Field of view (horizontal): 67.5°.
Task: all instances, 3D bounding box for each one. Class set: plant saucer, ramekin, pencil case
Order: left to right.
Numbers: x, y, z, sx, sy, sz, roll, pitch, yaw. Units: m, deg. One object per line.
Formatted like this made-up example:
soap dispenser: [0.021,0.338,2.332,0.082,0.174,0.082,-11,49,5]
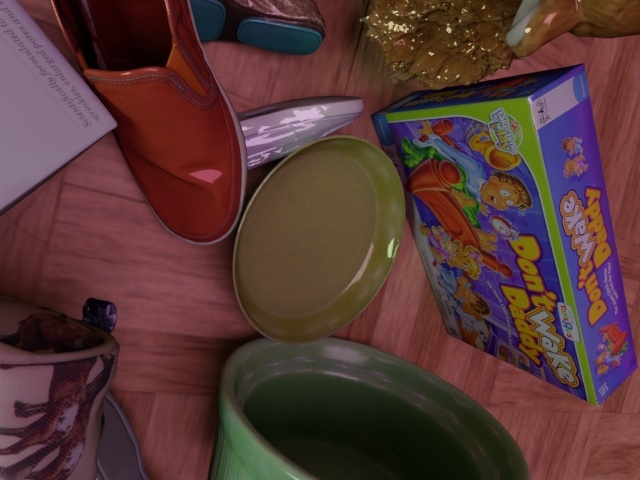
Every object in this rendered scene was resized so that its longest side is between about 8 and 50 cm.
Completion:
pencil case: [-0.244,0.240,0.324,0.159,0.183,0.411,8,91,-21]
plant saucer: [0.000,0.000,0.538,0.240,0.037,0.241,-19,121,-34]
ramekin: [0.031,0.228,0.482,0.303,0.303,0.148,11,101,-29]

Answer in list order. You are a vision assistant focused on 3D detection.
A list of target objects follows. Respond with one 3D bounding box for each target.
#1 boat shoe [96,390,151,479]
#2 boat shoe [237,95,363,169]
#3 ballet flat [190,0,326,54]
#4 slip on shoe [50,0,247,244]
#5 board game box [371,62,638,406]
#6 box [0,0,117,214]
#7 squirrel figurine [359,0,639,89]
boat shoe: [-0.200,0.289,0.455,0.091,0.114,0.303,-20,89,4]
boat shoe: [-0.035,-0.111,0.512,0.184,0.066,0.063,-22,119,-24]
ballet flat: [-0.092,-0.230,0.467,0.206,0.073,0.067,0,72,-31]
slip on shoe: [-0.141,-0.129,0.387,0.122,0.101,0.332,-2,125,8]
board game box: [0.209,-0.007,0.563,0.078,0.233,0.347,-31,112,-20]
box: [-0.282,-0.092,0.327,0.182,0.119,0.181,-50,119,-30]
squirrel figurine: [0.186,-0.293,0.393,0.280,0.397,0.371,-12,73,-12]
